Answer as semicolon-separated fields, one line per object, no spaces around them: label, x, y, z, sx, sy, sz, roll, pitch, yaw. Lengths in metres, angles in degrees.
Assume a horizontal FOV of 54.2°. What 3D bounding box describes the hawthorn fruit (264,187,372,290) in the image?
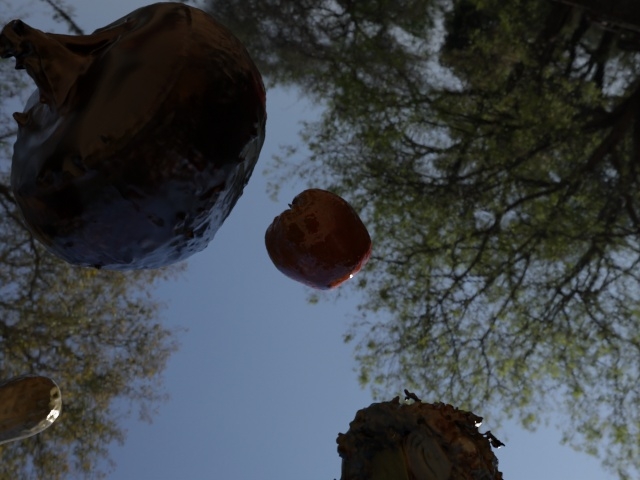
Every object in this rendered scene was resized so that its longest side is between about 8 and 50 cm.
hawthorn fruit;0.000;0.000;1.108;0.189;0.189;0.189;12;-154;-6

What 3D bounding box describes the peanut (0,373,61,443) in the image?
peanut;-0.581;0.314;1.125;0.236;0.110;0.120;-19;-140;2

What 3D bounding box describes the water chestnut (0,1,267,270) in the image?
water chestnut;-0.240;-0.133;0.735;0.302;0.350;0.350;48;180;-42

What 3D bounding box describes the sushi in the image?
sushi;0.185;0.506;1.261;0.175;0.418;0.417;15;-161;-45
